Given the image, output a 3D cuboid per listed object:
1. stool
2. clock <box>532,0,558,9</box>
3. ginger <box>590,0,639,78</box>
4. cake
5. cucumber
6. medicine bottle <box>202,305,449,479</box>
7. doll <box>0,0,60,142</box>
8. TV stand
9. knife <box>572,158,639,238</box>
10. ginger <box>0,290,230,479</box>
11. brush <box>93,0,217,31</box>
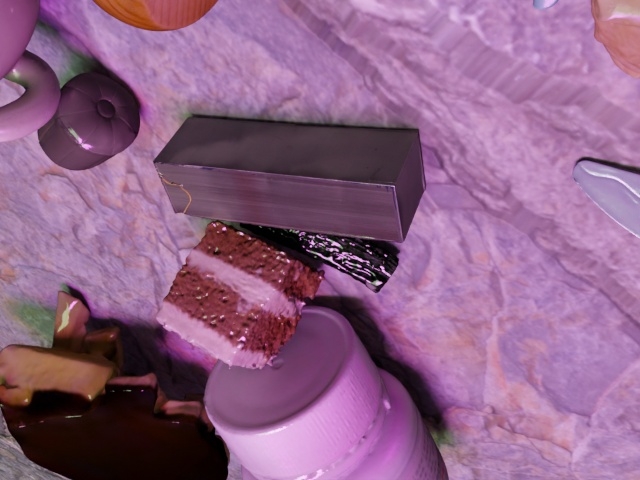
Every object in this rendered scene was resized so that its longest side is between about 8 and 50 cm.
[{"bbox_3d":[-0.267,-0.131,0.822,0.096,0.096,0.110,46,142,-21],"label":"stool"},{"bbox_3d":[0.116,-0.234,0.529,0.147,0.045,0.108,15,138,16],"label":"clock"},{"bbox_3d":[0.274,-0.178,0.475,0.193,0.115,0.122,-15,155,21],"label":"ginger"},{"bbox_3d":[-0.092,0.070,0.856,0.134,0.147,0.135,23,174,22],"label":"cake"},{"bbox_3d":[0.000,0.000,0.841,0.187,0.058,0.058,25,141,3],"label":"cucumber"},{"bbox_3d":[0.012,0.272,0.970,0.256,0.256,0.325,-3,129,32],"label":"medicine bottle"},{"bbox_3d":[-0.360,-0.279,0.625,0.225,0.215,0.370,9,141,-2],"label":"doll"},{"bbox_3d":[-0.033,-0.068,0.759,0.269,0.088,0.083,8,138,22],"label":"TV stand"},{"bbox_3d":[0.380,-0.002,0.616,0.331,0.044,0.080,14,106,21],"label":"knife"},{"bbox_3d":[-0.322,0.267,1.239,0.358,0.211,0.413,-27,126,30],"label":"ginger"},{"bbox_3d":[-0.143,-0.300,0.524,0.166,0.174,0.267,30,129,11],"label":"brush"}]
